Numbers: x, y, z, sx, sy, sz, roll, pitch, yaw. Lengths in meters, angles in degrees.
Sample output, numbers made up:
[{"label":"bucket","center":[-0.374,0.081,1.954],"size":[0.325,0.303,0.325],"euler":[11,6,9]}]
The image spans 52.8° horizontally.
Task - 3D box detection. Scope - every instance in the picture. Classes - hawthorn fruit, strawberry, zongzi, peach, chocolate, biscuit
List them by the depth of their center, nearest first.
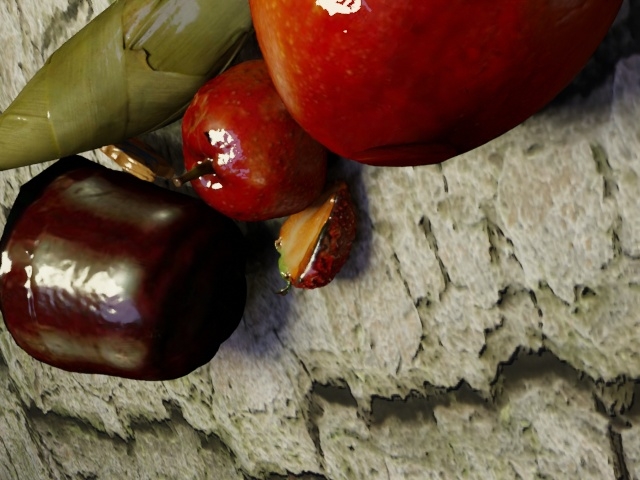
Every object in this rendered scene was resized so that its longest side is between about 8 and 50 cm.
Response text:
[{"label":"peach","center":[0.101,-0.255,0.619],"size":[0.389,0.388,0.388],"euler":[14,117,29]},{"label":"zongzi","center":[-0.235,-0.260,0.851],"size":[0.447,0.418,0.181],"euler":[-31,102,42]},{"label":"hawthorn fruit","center":[-0.100,-0.126,0.892],"size":[0.210,0.266,0.230],"euler":[28,124,14]},{"label":"strawberry","center":[-0.002,0.002,0.992],"size":[0.140,0.085,0.192],"euler":[9,80,59]},{"label":"chocolate","center":[-0.284,0.052,1.071],"size":[0.332,0.383,0.383],"euler":[2,112,17]},{"label":"biscuit","center":[-0.344,-0.168,1.113],"size":[0.043,0.183,0.280],"euler":[-54,42,8]}]
